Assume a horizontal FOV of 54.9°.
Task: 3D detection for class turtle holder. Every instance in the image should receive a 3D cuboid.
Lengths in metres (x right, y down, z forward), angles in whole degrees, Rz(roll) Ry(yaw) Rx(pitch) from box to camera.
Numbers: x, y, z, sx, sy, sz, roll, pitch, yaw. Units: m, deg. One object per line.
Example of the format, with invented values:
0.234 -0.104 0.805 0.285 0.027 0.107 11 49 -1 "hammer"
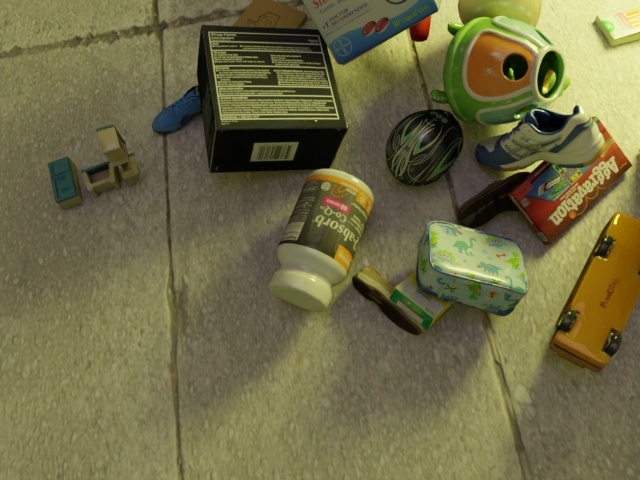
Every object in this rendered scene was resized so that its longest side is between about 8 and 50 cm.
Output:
0.424 -0.359 1.389 0.227 0.320 0.243 17 77 43 "turtle holder"

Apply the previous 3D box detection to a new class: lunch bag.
0.309 0.051 1.266 0.219 0.090 0.176 14 43 -5 "lunch bag"

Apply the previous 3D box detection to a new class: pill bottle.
0.000 0.000 1.318 0.162 0.162 0.278 16 69 12 "pill bottle"

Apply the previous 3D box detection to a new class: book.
0.789 -0.553 1.565 0.144 0.035 0.096 -17 62 -1 "book"

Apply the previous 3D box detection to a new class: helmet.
0.229 -0.208 1.400 0.162 0.169 0.169 -35 66 -29 "helmet"

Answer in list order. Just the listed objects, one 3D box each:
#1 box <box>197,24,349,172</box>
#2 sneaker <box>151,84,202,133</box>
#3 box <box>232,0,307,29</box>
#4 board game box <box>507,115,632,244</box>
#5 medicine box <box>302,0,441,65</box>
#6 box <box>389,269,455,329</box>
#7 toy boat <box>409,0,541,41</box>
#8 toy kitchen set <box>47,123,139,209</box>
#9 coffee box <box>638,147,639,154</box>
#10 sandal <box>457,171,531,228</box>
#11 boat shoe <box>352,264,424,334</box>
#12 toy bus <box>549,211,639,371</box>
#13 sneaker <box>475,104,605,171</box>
-0.121 -0.326 1.430 0.297 0.182 0.293 -3 65 -17 "box"
-0.337 -0.345 1.550 0.209 0.082 0.069 -30 68 -6 "sneaker"
-0.154 -0.564 1.663 0.165 0.021 0.201 26 70 16 "box"
0.555 -0.135 1.366 0.281 0.027 0.145 -41 98 -12 "board game box"
0.092 -0.598 1.394 0.264 0.289 0.149 -24 23 24 "medicine box"
0.236 0.100 1.285 0.105 0.043 0.179 40 47 20 "box"
0.367 -0.573 1.494 0.318 0.267 0.148 1 84 19 "toy boat"
-0.556 -0.193 1.454 0.207 0.166 0.122 -20 66 -4 "toy kitchen set"
0.899 -0.155 1.205 0.338 0.338 0.334 -7 65 2 "coffee box"
0.395 -0.093 1.376 0.219 0.090 0.060 -27 25 -10 "sandal"
0.157 0.118 1.306 0.072 0.068 0.190 -38 67 -24 "boat shoe"
0.569 0.103 1.235 0.108 0.130 0.332 29 72 16 "toy bus"
0.456 -0.230 1.330 0.297 0.131 0.112 1 46 49 "sneaker"
